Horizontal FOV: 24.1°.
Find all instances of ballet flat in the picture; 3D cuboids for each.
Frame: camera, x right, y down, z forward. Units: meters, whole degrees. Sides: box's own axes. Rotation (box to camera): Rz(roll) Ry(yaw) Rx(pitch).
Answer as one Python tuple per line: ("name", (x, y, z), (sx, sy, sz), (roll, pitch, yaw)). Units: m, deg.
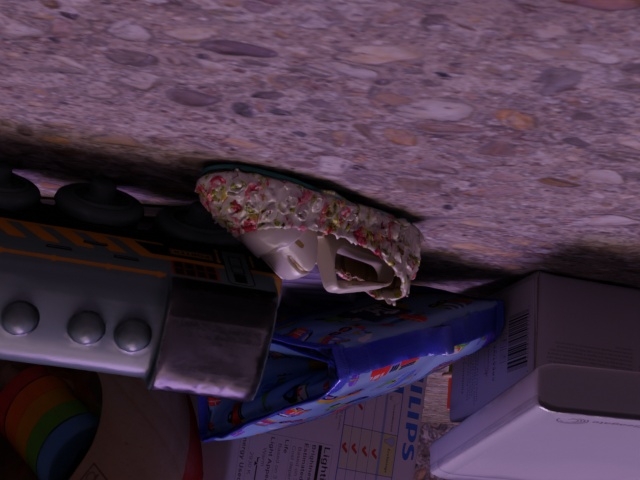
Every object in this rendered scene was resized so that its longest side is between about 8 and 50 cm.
("ballet flat", (0.000, 0.000, 1.218), (0.241, 0.077, 0.091), (16, 157, -41))

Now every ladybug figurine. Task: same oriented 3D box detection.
("ladybug figurine", (-0.269, 0.224, 1.672), (0.162, 0.305, 0.449), (37, -176, -43))

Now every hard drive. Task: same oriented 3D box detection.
("hard drive", (0.265, 0.193, 1.472), (0.233, 0.047, 0.353), (6, 160, -10))

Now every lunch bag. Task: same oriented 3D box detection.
("lunch bag", (0.033, 0.118, 1.528), (0.221, 0.138, 0.293), (-11, 180, -38))

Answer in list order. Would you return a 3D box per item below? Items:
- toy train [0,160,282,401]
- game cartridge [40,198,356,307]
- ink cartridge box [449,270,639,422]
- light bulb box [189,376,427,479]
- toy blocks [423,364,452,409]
("toy train", (-0.185, 0.036, 1.220), (0.334, 0.142, 0.190), (11, -161, -16))
("game cartridge", (-0.153, 0.015, 1.459), (0.355, 0.068, 0.230), (4, 165, 12))
("ink cartridge box", (0.308, 0.144, 1.610), (0.309, 0.130, 0.272), (9, 163, -17))
("light bulb box", (-0.069, 0.252, 1.868), (0.225, 0.358, 0.361), (0, 167, 39))
("toy blocks", (0.154, 0.202, 2.042), (0.123, 0.148, 0.054), (8, 170, -4))
